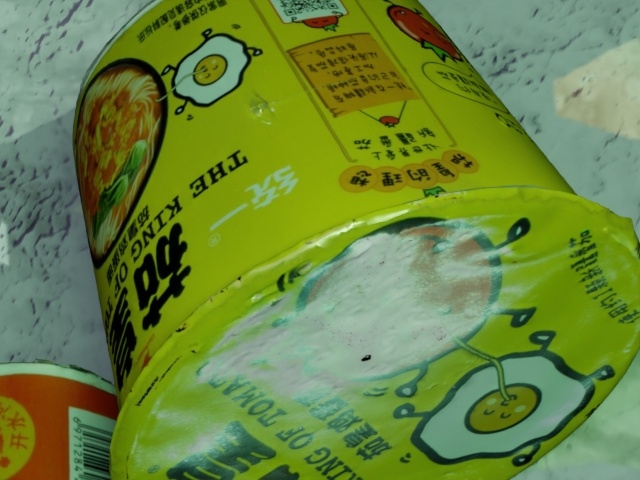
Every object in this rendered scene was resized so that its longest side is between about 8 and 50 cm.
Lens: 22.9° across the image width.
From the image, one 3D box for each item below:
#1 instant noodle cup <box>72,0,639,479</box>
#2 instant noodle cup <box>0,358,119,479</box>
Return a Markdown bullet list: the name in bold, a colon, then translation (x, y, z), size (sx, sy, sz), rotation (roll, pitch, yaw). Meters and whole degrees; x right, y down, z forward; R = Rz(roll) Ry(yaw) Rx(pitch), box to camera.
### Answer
- **instant noodle cup**: translation (0.000, 0.000, 0.946), size (0.326, 0.325, 0.254), rotation (-31, 52, 9)
- **instant noodle cup**: translation (-0.184, 0.256, 0.948), size (0.294, 0.294, 0.307), rotation (-12, 59, 18)
